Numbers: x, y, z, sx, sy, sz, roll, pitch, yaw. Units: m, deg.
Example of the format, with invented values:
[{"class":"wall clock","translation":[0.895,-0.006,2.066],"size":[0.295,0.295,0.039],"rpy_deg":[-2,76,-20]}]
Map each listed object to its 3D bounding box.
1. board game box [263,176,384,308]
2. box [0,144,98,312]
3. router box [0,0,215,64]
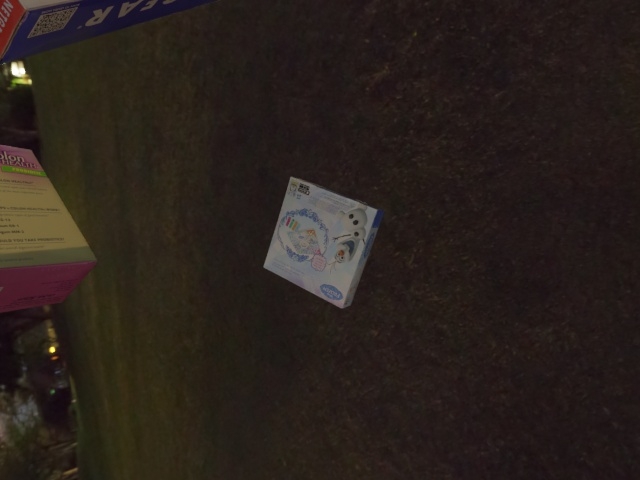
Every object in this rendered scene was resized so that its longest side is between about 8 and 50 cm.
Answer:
[{"class":"board game box","translation":[0.000,0.000,0.379],"size":[0.090,0.020,0.090],"rpy_deg":[25,103,27]},{"class":"box","translation":[-0.495,-0.022,0.611],"size":[0.117,0.214,0.243],"rpy_deg":[-41,77,19]},{"class":"router box","translation":[-0.229,-0.356,0.377],"size":[0.082,0.335,0.301],"rpy_deg":[-17,116,40]}]
